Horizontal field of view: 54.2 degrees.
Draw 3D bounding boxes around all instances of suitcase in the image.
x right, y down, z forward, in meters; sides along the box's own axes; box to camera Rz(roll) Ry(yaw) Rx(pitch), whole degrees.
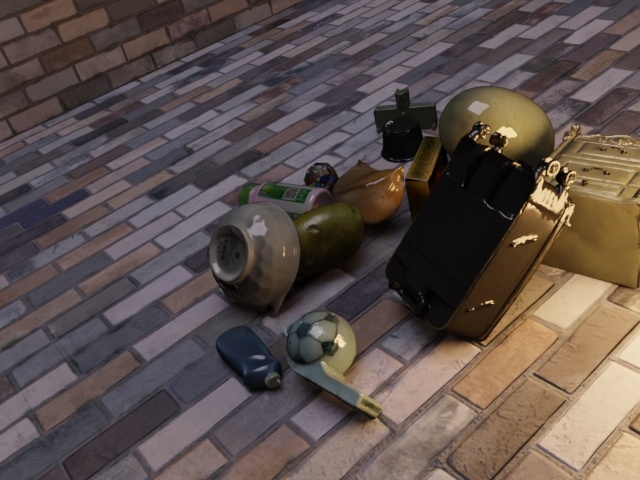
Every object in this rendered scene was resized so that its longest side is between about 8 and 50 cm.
[{"bbox_3d":[0.333,-0.009,1.352,0.433,0.194,0.283,-60,36,14],"label":"suitcase"}]

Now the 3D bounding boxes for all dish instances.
[{"bbox_3d":[-0.190,0.037,1.558,0.303,0.302,0.120,18,8,38],"label":"dish"}]

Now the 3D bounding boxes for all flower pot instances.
[{"bbox_3d":[0.269,-0.341,2.053,0.158,0.106,0.157,-10,34,7],"label":"flower pot"}]

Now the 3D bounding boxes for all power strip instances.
[{"bbox_3d":[0.288,-0.450,2.161,0.216,0.145,0.061,-1,36,20],"label":"power strip"}]

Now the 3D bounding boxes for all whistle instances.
[{"bbox_3d":[0.026,0.237,1.315,0.290,0.163,0.163,22,50,40],"label":"whistle"}]

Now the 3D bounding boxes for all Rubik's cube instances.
[{"bbox_3d":[0.003,-0.191,1.959,0.111,0.093,0.111,-12,35,8],"label":"Rubik's cube"}]

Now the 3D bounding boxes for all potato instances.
[{"bbox_3d":[0.001,0.001,1.620,0.229,0.197,0.148,-12,63,-23],"label":"potato"}]

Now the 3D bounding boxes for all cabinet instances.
[{"bbox_3d":[0.664,-0.101,1.468,0.290,0.227,0.318,18,46,40],"label":"cabinet"}]

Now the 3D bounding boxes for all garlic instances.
[{"bbox_3d":[0.131,-0.145,1.793,0.196,0.151,0.338,-47,18,0],"label":"garlic"}]

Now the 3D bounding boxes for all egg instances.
[{"bbox_3d":[0.489,-0.290,1.729,0.352,0.258,0.258,19,27,-23],"label":"egg"}]

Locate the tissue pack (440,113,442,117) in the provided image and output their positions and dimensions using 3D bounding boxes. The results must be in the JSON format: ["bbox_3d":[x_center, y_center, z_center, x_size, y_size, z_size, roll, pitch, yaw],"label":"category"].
[{"bbox_3d":[0.460,-0.349,1.995,0.149,0.099,0.106,-3,39,16],"label":"tissue pack"}]

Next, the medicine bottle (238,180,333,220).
[{"bbox_3d":[-0.107,-0.105,1.849,0.274,0.133,0.133,10,42,31],"label":"medicine bottle"}]

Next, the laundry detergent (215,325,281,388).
[{"bbox_3d":[-0.154,0.271,1.415,0.097,0.061,0.206,-25,36,-27],"label":"laundry detergent"}]

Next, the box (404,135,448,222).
[{"bbox_3d":[0.305,-0.170,1.760,0.071,0.159,0.240,4,38,22],"label":"box"}]
